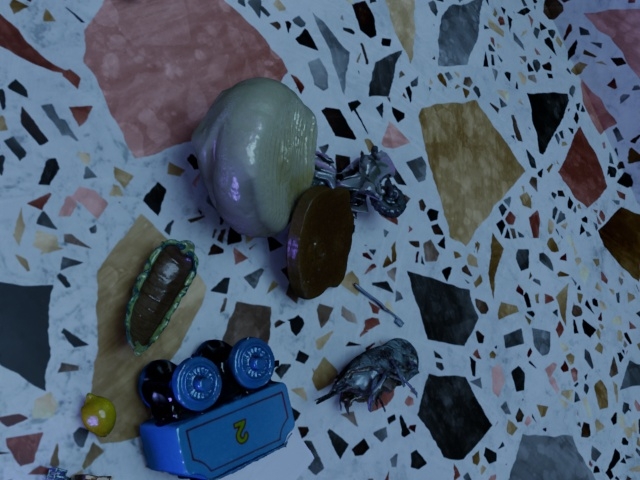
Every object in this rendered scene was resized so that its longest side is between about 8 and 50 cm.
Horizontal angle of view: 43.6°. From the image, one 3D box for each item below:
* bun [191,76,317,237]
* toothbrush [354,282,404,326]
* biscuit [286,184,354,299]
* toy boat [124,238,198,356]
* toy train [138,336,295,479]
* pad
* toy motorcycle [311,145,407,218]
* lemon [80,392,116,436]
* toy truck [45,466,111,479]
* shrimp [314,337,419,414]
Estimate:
[{"bbox_3d":[-0.157,-0.185,1.780,0.365,0.219,0.365,7,90,-68],"label":"bun"},{"bbox_3d":[0.153,0.168,2.086,0.193,0.013,0.019,41,64,-24],"label":"toothbrush"},{"bbox_3d":[-0.002,0.000,1.903,0.257,0.049,0.273,-20,121,-55],"label":"biscuit"},{"bbox_3d":[-0.343,0.124,1.646,0.108,0.099,0.293,38,49,-23],"label":"toy boat"},{"bbox_3d":[-0.210,0.343,1.641,0.300,0.188,0.265,-15,92,-43],"label":"toy train"},{"bbox_3d":[-0.120,0.505,1.777,0.232,0.004,0.156,-42,105,-38],"label":"pad"},{"bbox_3d":[0.073,-0.167,2.044,0.327,0.143,0.188,14,60,-20],"label":"toy motorcycle"},{"bbox_3d":[-0.427,0.334,1.537,0.065,0.065,0.092,-26,97,-40],"label":"lemon"},{"bbox_3d":[-0.456,0.511,1.455,0.115,0.080,0.177,22,64,-28],"label":"toy truck"},{"bbox_3d":[0.138,0.337,1.926,0.372,0.172,0.137,-33,104,-47],"label":"shrimp"}]
